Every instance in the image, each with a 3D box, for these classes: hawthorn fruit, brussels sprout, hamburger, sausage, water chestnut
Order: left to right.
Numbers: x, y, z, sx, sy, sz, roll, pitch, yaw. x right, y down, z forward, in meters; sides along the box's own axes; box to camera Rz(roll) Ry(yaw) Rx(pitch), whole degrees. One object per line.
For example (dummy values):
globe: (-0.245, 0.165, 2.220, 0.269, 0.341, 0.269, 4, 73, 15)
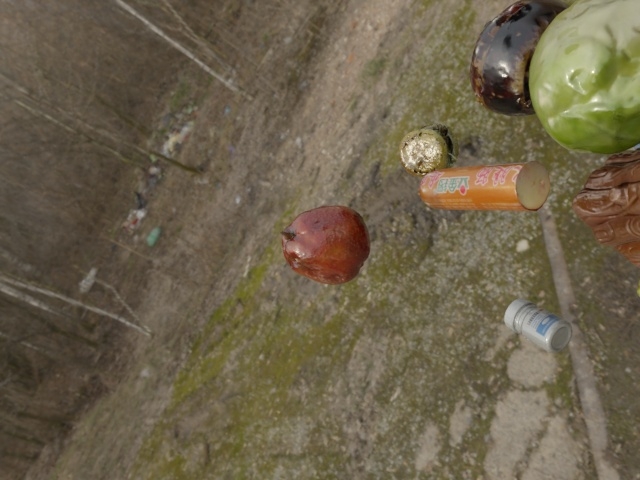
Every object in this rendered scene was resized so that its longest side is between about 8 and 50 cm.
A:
hawthorn fruit: (0.011, 0.005, 1.210, 0.173, 0.179, 0.173, 1, -90, -90)
hamburger: (0.340, -0.276, 1.832, 0.186, 0.113, 0.177, 28, 121, 32)
sausage: (0.303, -0.106, 1.190, 0.312, 0.093, 0.092, 6, 67, 58)
water chestnut: (0.476, -0.442, 1.407, 0.300, 0.300, 0.300, -45, 27, 30)
brussels sprout: (0.485, -0.276, 0.966, 0.316, 0.274, 0.242, 93, 158, -58)

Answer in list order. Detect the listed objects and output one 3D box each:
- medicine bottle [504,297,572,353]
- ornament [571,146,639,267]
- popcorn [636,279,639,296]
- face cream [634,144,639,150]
medicine bottle: (0.623, 0.242, 1.687, 0.105, 0.105, 0.168, -59, 34, 2)
ornament: (0.573, -0.072, 0.984, 0.217, 0.221, 0.235, 57, -138, -87)
popcorn: (0.743, 0.144, 1.212, 0.174, 0.286, 0.225, 11, 89, 23)
face cream: (0.994, -0.317, 1.503, 0.385, 0.135, 0.086, -29, 45, 3)
